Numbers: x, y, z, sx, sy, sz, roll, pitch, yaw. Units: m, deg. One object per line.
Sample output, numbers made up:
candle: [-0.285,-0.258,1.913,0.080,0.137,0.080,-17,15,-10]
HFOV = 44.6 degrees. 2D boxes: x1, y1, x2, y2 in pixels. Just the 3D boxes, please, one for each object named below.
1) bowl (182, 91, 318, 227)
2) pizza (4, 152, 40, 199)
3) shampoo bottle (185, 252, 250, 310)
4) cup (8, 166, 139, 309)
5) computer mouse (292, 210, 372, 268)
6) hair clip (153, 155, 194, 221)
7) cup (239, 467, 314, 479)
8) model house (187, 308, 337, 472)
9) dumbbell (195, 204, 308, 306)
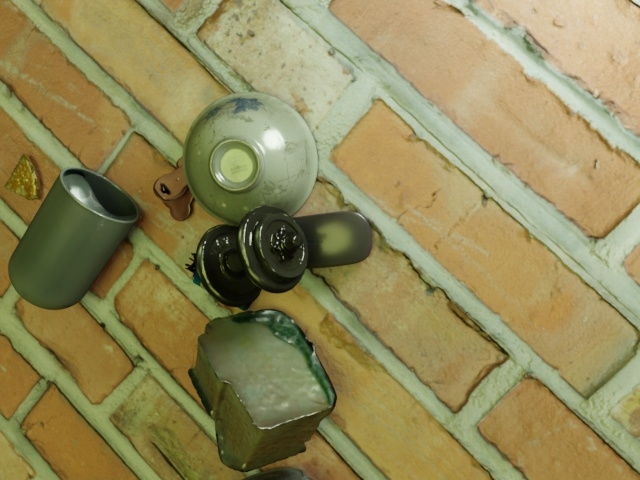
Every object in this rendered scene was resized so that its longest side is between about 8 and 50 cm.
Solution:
bowl: [-0.170,-0.169,1.692,0.313,0.146,0.314,1,98,8]
pizza: [-0.761,-0.155,1.986,0.108,0.026,0.123,-13,94,22]
shampoo bottle: [-0.233,0.087,1.818,0.183,0.050,0.087,27,102,14]
cup: [-0.597,0.003,1.853,0.205,0.205,0.312,42,107,11]
computer mouse: [0.000,0.000,1.728,0.232,0.057,0.120,-5,93,19]
hair clip: [-0.324,-0.131,1.840,0.123,0.102,0.138,44,74,8]
cup: [-0.049,0.688,1.738,0.322,0.237,0.327,-13,90,-11]
model house: [-0.152,0.351,1.744,0.298,0.243,0.284,55,138,33]
dumbbell: [-0.147,0.036,1.667,0.289,0.192,0.192,-20,89,41]
